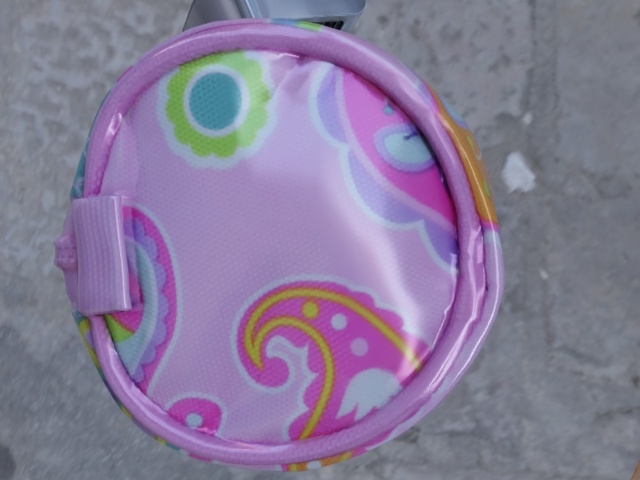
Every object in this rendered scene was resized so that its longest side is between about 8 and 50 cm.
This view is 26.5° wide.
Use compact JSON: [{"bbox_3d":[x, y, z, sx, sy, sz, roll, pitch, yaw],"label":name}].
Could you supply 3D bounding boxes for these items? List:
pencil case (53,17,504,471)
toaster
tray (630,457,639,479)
[{"bbox_3d":[0.000,0.000,0.468,0.124,0.284,0.124,0,92,5],"label":"pencil case"},{"bbox_3d":[-0.058,-0.244,1.507,0.185,0.168,0.110,-9,64,-29],"label":"toaster"},{"bbox_3d":[0.219,0.329,0.933,0.411,0.076,0.203,-46,129,-52],"label":"tray"}]
